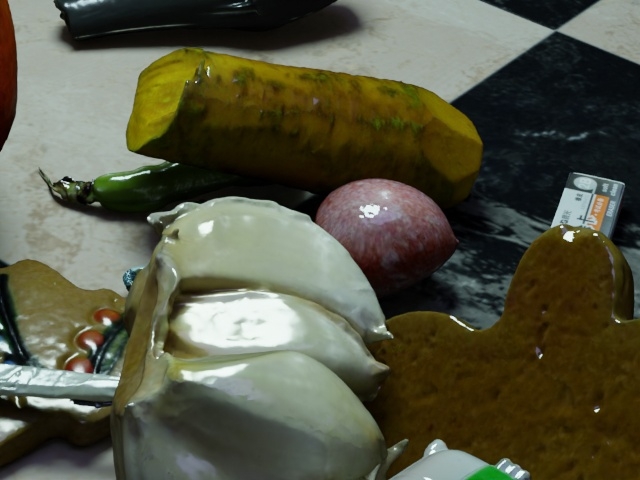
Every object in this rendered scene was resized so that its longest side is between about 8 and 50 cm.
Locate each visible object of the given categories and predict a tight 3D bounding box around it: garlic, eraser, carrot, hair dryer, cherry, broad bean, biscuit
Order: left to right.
[{"bbox_3d":[-0.243,0.082,1.430,0.301,0.043,0.278,1,36,-5],"label":"biscuit"},{"bbox_3d":[-0.130,-0.302,1.974,0.303,0.120,0.359,-15,27,-4],"label":"hair dryer"},{"bbox_3d":[-0.083,-0.080,1.669,0.318,0.056,0.098,-11,39,-18],"label":"broad bean"},{"bbox_3d":[-0.043,0.120,1.281,0.203,0.185,0.281,12,35,-12],"label":"garlic"},{"bbox_3d":[-0.008,-0.094,1.597,0.302,0.114,0.114,11,31,-24],"label":"carrot"},{"bbox_3d":[0.000,0.000,1.544,0.225,0.090,0.107,-2,49,4],"label":"cherry"},{"bbox_3d":[0.228,-0.014,1.636,0.052,0.029,0.122,13,35,12],"label":"eraser"},{"bbox_3d":[0.185,0.131,1.268,0.432,0.064,0.283,-1,73,34],"label":"biscuit"}]

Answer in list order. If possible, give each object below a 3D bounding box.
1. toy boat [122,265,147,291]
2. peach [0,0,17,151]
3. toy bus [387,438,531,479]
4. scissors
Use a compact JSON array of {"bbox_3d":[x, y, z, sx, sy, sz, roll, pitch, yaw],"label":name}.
[{"bbox_3d":[-0.120,0.040,1.512,0.083,0.038,0.038,22,39,24],"label":"toy boat"},{"bbox_3d":[-0.416,-0.144,1.444,0.388,0.388,0.388,3,35,-2],"label":"peach"},{"bbox_3d":[0.018,0.257,1.098,0.305,0.179,0.143,-27,46,-37],"label":"toy bus"},{"bbox_3d":[-0.264,0.097,1.355,0.300,0.022,0.109,5,42,0],"label":"scissors"}]
